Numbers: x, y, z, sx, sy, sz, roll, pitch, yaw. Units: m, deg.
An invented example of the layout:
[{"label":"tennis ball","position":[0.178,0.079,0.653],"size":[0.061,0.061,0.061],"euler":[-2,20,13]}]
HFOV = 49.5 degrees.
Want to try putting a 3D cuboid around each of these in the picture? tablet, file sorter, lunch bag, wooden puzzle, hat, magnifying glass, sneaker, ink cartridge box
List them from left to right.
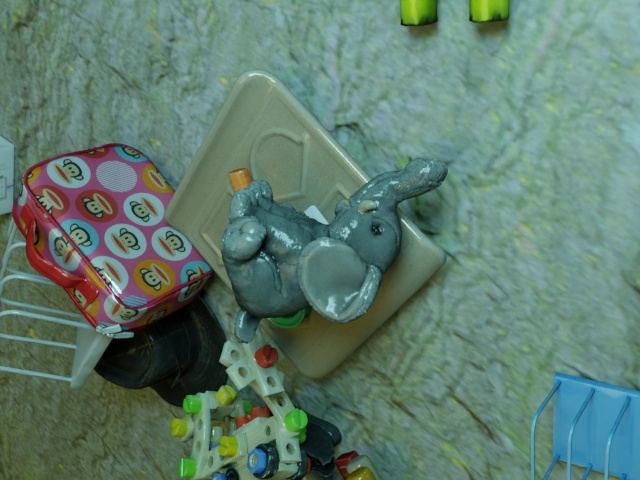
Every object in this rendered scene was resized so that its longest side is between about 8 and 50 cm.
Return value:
[{"label":"ink cartridge box","position":[-0.693,-0.126,1.428],"size":[0.115,0.067,0.198],"euler":[33,125,23]},{"label":"file sorter","position":[-0.442,0.070,1.158],"size":[0.193,0.173,0.278],"euler":[-50,36,40]},{"label":"lunch bag","position":[-0.323,-0.003,1.067],"size":[0.293,0.258,0.120],"euler":[50,131,10]},{"label":"hat","position":[-0.324,0.189,1.238],"size":[0.331,0.134,0.332],"euler":[16,119,31]},{"label":"magnifying glass","position":[-0.075,0.014,0.939],"size":[0.092,0.026,0.231],"euler":[-5,109,37]},{"label":"sneaker","position":[-0.036,0.314,1.096],"size":[0.170,0.089,0.051],"euler":[11,115,34]},{"label":"wooden puzzle","position":[-0.031,-0.014,0.964],"size":[0.348,0.080,0.322],"euler":[45,130,7]},{"label":"tablet","position":[0.000,0.000,0.891],"size":[0.083,0.006,0.054],"euler":[53,131,2]},{"label":"file sorter","position":[0.331,0.241,0.771],"size":[0.170,0.104,0.118],"euler":[8,115,35]}]

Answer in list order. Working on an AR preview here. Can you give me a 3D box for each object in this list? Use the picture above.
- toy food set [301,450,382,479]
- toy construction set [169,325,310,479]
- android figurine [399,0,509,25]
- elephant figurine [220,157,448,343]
[{"label":"toy food set","position":[0.031,0.403,1.068],"size":[0.232,0.111,0.105],"euler":[-31,88,39]},{"label":"toy construction set","position":[-0.117,0.274,1.057],"size":[0.328,0.151,0.215],"euler":[-54,38,46]},{"label":"android figurine","position":[0.129,-0.360,0.699],"size":[0.248,0.056,0.273],"euler":[11,118,34]},{"label":"elephant figurine","position":[0.017,0.015,0.799],"size":[0.239,0.170,0.186],"euler":[5,143,12]}]
